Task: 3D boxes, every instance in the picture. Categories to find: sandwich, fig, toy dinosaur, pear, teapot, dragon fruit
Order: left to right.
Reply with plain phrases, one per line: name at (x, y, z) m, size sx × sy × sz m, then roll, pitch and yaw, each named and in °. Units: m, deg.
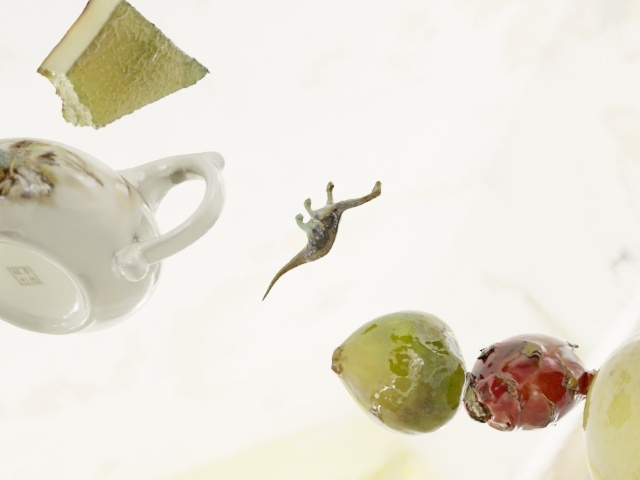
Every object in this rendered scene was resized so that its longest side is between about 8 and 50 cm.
teapot at (-0.219, -0.011, 1.596) m, size 0.204 × 0.298 × 0.139 m, roll 68°, pitch -147°, yaw -42°
sandwich at (-0.245, -0.196, 2.278) m, size 0.162 × 0.058 × 0.193 m, roll -53°, pitch -39°, yaw 1°
toy dinosaur at (-0.005, -0.012, 1.858) m, size 0.037 × 0.058 × 0.180 m, roll 11°, pitch -46°, yaw -34°
fig at (0.092, 0.143, 2.030) m, size 0.153 × 0.136 × 0.121 m, roll -4°, pitch -12°, yaw 41°
dragon fruit at (0.287, 0.176, 2.267) m, size 0.246 × 0.125 × 0.125 m, roll 4°, pitch -14°, yaw -10°
pear at (0.439, 0.218, 2.040) m, size 0.309 × 0.309 × 0.309 m, roll -36°, pitch -20°, yaw -16°
